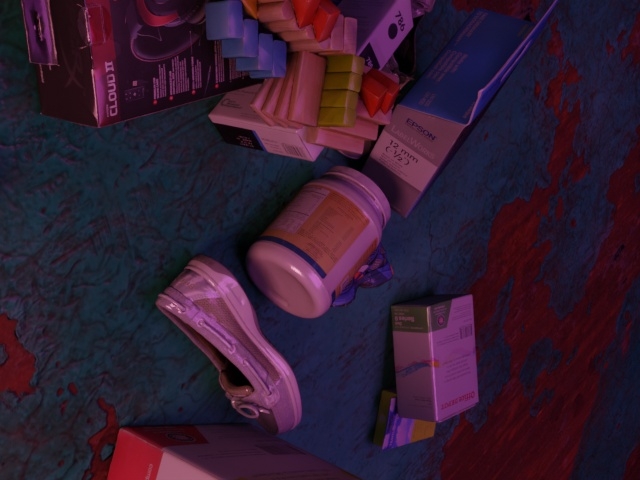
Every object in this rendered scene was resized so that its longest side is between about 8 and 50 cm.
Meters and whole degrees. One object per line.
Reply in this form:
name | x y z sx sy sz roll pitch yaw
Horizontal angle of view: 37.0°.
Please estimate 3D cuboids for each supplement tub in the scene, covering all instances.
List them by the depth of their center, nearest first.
supplement tub | 0.000 0.000 1.405 0.200 0.144 0.144 -50 137 -28

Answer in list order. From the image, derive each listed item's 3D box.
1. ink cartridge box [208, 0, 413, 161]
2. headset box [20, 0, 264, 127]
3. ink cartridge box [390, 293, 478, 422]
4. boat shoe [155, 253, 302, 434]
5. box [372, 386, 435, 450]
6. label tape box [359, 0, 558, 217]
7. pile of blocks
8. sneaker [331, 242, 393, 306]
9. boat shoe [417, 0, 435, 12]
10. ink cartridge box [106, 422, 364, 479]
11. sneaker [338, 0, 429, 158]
ink cartridge box | 0.007 -0.255 1.303 0.333 0.165 0.065 -55 137 -22
headset box | -0.203 -0.261 1.076 0.293 0.110 0.218 -27 122 -45
ink cartridge box | 0.213 0.213 1.767 0.154 0.093 0.212 -9 95 -50
boat shoe | -0.124 0.165 1.340 0.103 0.118 0.320 -43 130 -26
box | 0.162 0.331 1.821 0.178 0.042 0.109 -1 102 -51
label tape box | 0.201 -0.222 1.458 0.249 0.115 0.348 -51 173 -29
pile of blocks | -0.021 -0.218 1.087 0.362 0.112 0.149 41 68 -38
sneaker | 0.031 0.048 1.533 0.221 0.083 0.087 -26 109 -51
boat shoe | 0.127 -0.501 1.416 0.116 0.099 0.319 -48 142 -60
ink cartridge box | -0.062 0.381 1.267 0.279 0.384 0.160 15 91 -53
sneaker | 0.084 -0.242 1.429 0.105 0.115 0.281 -26 136 -44
